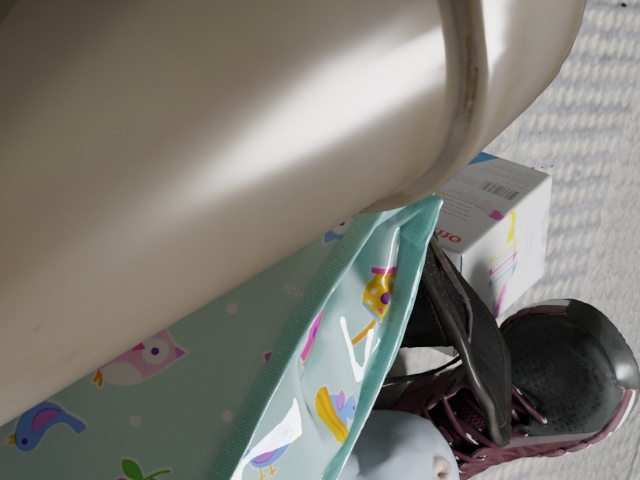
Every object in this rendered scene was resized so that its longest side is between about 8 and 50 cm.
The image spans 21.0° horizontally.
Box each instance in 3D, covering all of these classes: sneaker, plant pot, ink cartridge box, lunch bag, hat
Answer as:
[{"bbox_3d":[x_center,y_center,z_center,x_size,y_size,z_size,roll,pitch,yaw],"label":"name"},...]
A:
[{"bbox_3d":[0.096,0.144,1.200,0.162,0.106,0.281,-34,177,-33],"label":"sneaker"},{"bbox_3d":[-0.114,-0.079,0.599,0.280,0.323,0.323,-46,144,-26],"label":"plant pot"},{"bbox_3d":[0.087,0.007,1.216,0.143,0.092,0.090,-37,139,-42],"label":"ink cartridge box"},{"bbox_3d":[-0.089,0.043,0.801,0.262,0.223,0.160,-65,157,-12],"label":"lunch bag"},{"bbox_3d":[0.000,0.000,0.989,0.134,0.331,0.331,-27,148,7],"label":"hat"}]

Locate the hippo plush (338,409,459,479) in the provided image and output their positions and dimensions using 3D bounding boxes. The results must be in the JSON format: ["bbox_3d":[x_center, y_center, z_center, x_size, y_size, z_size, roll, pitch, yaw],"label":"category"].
[{"bbox_3d":[-0.031,0.211,1.089,0.294,0.234,0.236,4,86,-18],"label":"hippo plush"}]
